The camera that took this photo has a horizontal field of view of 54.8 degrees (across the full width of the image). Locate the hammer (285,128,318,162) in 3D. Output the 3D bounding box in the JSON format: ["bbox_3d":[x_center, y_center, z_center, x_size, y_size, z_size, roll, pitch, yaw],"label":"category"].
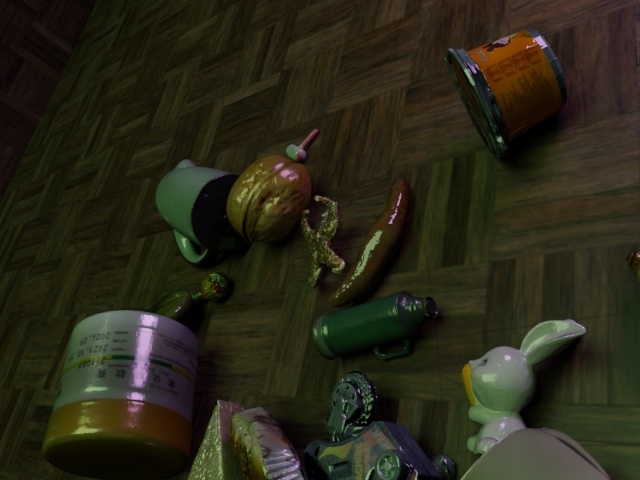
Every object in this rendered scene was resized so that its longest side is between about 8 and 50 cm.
[{"bbox_3d":[-0.034,-0.201,1.284,0.083,0.031,0.052,-49,43,-3],"label":"hammer"}]

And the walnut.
[{"bbox_3d":[-0.100,-0.077,1.175,0.144,0.144,0.180,29,89,50],"label":"walnut"}]

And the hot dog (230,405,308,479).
[{"bbox_3d":[-0.073,0.317,0.856,0.268,0.075,0.144,174,79,-73],"label":"hot dog"}]

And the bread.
[{"bbox_3d":[-0.169,0.350,0.996,0.105,0.077,0.152,-33,43,23],"label":"bread"}]

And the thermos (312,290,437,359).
[{"bbox_3d":[0.082,0.126,0.908,0.187,0.073,0.083,-22,49,33],"label":"thermos"}]

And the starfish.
[{"bbox_3d":[0.010,0.002,1.072,0.210,0.053,0.150,-120,42,-62],"label":"starfish"}]

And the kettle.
[{"bbox_3d":[-0.252,-0.050,1.310,0.236,0.161,0.221,21,110,50],"label":"kettle"}]

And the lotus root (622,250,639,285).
[{"bbox_3d":[0.394,0.045,0.666,0.072,0.063,0.152,-41,38,-14],"label":"lotus root"}]

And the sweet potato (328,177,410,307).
[{"bbox_3d":[0.096,0.002,0.996,0.255,0.058,0.078,-62,19,-15],"label":"sweet potato"}]

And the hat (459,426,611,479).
[{"bbox_3d":[0.225,0.297,0.561,0.219,0.226,0.164,-52,19,6],"label":"hat"}]

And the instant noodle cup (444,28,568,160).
[{"bbox_3d":[0.277,-0.227,0.901,0.125,0.177,0.208,-27,67,11],"label":"instant noodle cup"}]

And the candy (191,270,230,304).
[{"bbox_3d":[-0.258,0.125,1.270,0.201,0.060,0.060,-34,43,34],"label":"candy"}]

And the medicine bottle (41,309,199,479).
[{"bbox_3d":[-0.341,0.276,1.089,0.238,0.238,0.232,-27,47,29],"label":"medicine bottle"}]

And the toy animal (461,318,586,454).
[{"bbox_3d":[0.233,0.171,0.736,0.127,0.131,0.182,11,77,14],"label":"toy animal"}]

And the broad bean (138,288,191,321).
[{"bbox_3d":[-0.346,0.172,1.254,0.206,0.072,0.153,-40,16,38],"label":"broad bean"}]

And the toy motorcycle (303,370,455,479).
[{"bbox_3d":[0.069,0.314,0.774,0.173,0.108,0.307,-54,40,15],"label":"toy motorcycle"}]
